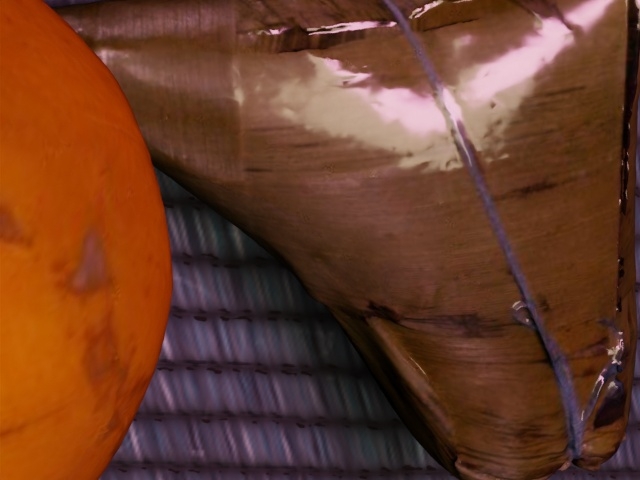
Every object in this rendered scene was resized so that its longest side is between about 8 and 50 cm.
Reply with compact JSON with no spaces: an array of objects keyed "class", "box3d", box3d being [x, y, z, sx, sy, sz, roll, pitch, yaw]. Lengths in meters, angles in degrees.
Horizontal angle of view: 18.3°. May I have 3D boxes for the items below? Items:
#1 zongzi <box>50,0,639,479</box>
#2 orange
[{"class":"zongzi","box3d":[0.000,0.000,1.048,0.360,0.160,0.323,-10,111,-18]},{"class":"orange","box3d":[-0.218,0.012,0.853,0.312,0.312,0.312,-9,109,-25]}]
